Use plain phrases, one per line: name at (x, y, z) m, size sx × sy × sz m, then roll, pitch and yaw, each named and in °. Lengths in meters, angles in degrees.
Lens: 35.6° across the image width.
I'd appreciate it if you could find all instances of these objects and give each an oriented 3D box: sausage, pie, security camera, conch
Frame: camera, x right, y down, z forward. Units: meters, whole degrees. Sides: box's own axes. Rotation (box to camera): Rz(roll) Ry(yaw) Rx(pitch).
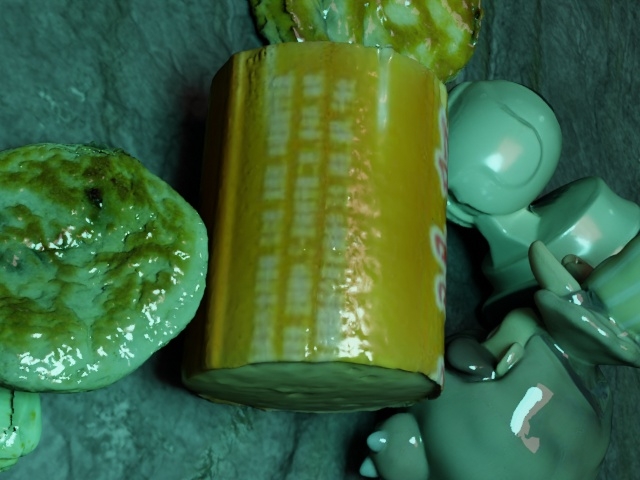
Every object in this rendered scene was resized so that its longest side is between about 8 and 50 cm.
sausage at (0.000, 0.000, 0.900) m, size 0.233 × 0.233 × 0.287 m, roll 18°, pitch 68°, yaw -35°
pie at (-0.201, 0.013, 0.778) m, size 0.240 × 0.054 × 0.240 m, roll 8°, pitch 50°, yaw -10°
pie at (0.044, -0.286, 1.110) m, size 0.315 × 0.092 × 0.315 m, roll 8°, pitch 75°, yaw -33°
security camera at (0.222, -0.052, 1.136) m, size 0.277 × 0.197 × 0.191 m, roll 48°, pitch 57°, yaw -8°
conch at (-0.265, 0.102, 0.759) m, size 0.105 × 0.079 × 0.170 m, roll 19°, pitch 51°, yaw -39°

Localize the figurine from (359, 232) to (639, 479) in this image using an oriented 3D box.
figurine at (0.227, 0.132, 0.966) m, size 0.248 × 0.380 × 0.203 m, roll 16°, pitch 36°, yaw -51°
